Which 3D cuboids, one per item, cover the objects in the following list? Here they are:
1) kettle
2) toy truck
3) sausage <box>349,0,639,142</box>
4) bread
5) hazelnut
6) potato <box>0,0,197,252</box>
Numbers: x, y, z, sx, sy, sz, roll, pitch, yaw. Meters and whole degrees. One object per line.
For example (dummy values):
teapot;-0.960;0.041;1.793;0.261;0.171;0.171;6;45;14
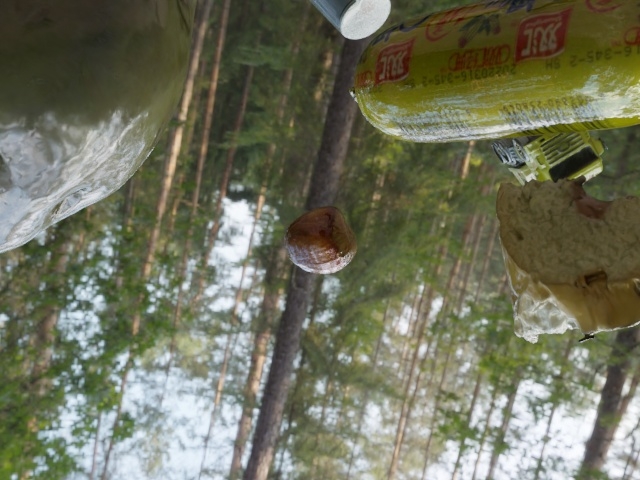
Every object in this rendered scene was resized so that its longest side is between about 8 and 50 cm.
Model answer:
kettle;0.033;-0.535;1.411;0.160;0.210;0.243;-26;-116;-11
toy truck;0.415;-0.146;1.304;0.124;0.157;0.272;-32;-177;5
sausage;0.163;-0.152;0.638;0.347;0.123;0.123;3;-174;42
bread;0.303;0.061;0.792;0.184;0.224;0.211;-13;-145;28
hazelnut;0.000;0.000;1.558;0.151;0.150;0.150;10;-165;-3
potato;-0.219;-0.155;0.525;0.243;0.326;0.221;19;151;4
